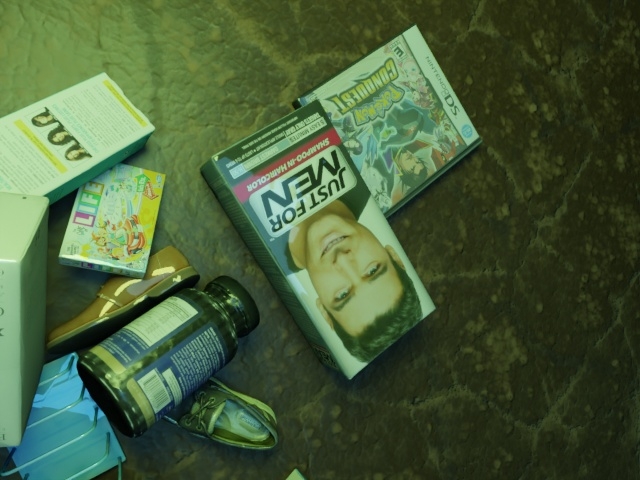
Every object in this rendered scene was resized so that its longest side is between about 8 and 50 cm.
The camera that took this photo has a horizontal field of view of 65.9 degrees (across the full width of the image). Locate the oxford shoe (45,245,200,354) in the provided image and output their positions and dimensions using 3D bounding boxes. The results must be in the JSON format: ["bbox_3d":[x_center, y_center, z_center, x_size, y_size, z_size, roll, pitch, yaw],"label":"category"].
[{"bbox_3d":[-0.277,0.080,0.680,0.212,0.076,0.076,-33,76,-23],"label":"oxford shoe"}]

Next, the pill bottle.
[{"bbox_3d":[-0.190,0.141,0.657,0.219,0.123,0.122,-36,102,-38],"label":"pill bottle"}]

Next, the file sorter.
[{"bbox_3d":[-0.337,0.250,0.622,0.118,0.104,0.170,-24,98,-20],"label":"file sorter"}]

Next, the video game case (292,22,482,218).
[{"bbox_3d":[0.127,-0.204,0.860,0.275,0.035,0.248,-38,103,-19],"label":"video game case"}]

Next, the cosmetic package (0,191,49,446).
[{"bbox_3d":[-0.394,0.072,0.465,0.224,0.138,0.224,6,118,-21],"label":"cosmetic package"}]

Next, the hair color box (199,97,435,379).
[{"bbox_3d":[0.000,0.000,0.761,0.185,0.114,0.374,-35,102,-19],"label":"hair color box"}]

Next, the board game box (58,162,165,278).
[{"bbox_3d":[-0.276,-0.032,0.665,0.104,0.026,0.153,13,62,-21],"label":"board game box"}]

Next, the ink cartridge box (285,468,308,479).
[{"bbox_3d":[-0.007,0.466,0.774,0.104,0.062,0.181,-45,105,-17],"label":"ink cartridge box"}]

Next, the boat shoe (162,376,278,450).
[{"bbox_3d":[-0.157,0.244,0.712,0.224,0.073,0.080,28,79,-19],"label":"boat shoe"}]

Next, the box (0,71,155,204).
[{"bbox_3d":[-0.331,-0.109,0.605,0.100,0.060,0.244,49,50,-8],"label":"box"}]
